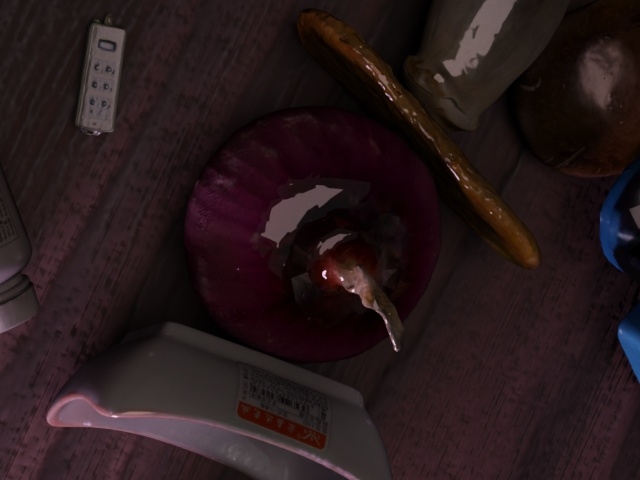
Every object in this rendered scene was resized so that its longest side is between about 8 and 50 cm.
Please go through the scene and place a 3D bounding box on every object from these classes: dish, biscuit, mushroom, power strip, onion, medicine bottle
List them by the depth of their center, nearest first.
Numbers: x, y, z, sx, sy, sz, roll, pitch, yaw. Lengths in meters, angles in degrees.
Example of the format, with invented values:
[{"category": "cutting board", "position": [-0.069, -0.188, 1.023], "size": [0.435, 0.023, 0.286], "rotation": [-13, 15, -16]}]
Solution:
[{"category": "medicine bottle", "position": [-0.230, -0.010, 0.825], "size": [0.079, 0.079, 0.140], "rotation": [-22, 105, -16]}, {"category": "onion", "position": [-0.004, -0.003, 0.873], "size": [0.177, 0.153, 0.177], "rotation": [0, 89, -4]}, {"category": "power strip", "position": [-0.148, -0.111, 0.874], "size": [0.027, 0.017, 0.083], "rotation": [6, 97, -22]}, {"category": "dish", "position": [-0.061, 0.115, 0.875], "size": [0.212, 0.151, 0.077], "rotation": [22, 71, -21]}, {"category": "biscuit", "position": [0.073, -0.070, 0.905], "size": [0.029, 0.118, 0.247], "rotation": [-45, 110, -3]}, {"category": "mushroom", "position": [0.151, -0.242, 0.919], "size": [0.109, 0.097, 0.351], "rotation": [17, 92, -36]}, {"category": "mushroom", "position": [0.226, -0.120, 0.976], "size": [0.171, 0.080, 0.135], "rotation": [-38, 118, -8]}]

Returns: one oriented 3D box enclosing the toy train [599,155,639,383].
[{"category": "toy train", "position": [0.374, 0.005, 0.978], "size": [0.300, 0.188, 0.265], "rotation": [-41, 128, -10]}]
